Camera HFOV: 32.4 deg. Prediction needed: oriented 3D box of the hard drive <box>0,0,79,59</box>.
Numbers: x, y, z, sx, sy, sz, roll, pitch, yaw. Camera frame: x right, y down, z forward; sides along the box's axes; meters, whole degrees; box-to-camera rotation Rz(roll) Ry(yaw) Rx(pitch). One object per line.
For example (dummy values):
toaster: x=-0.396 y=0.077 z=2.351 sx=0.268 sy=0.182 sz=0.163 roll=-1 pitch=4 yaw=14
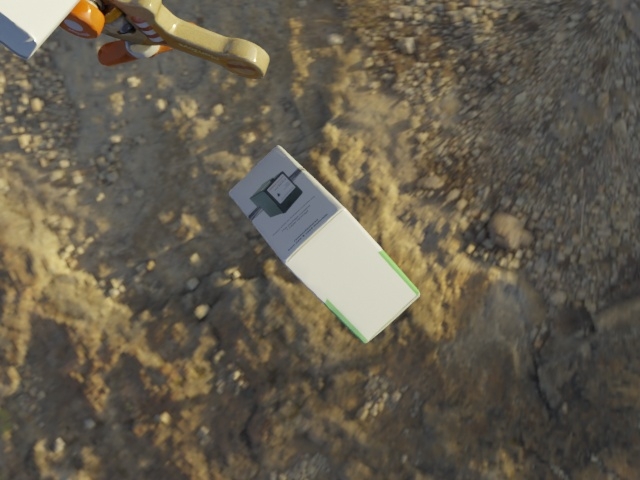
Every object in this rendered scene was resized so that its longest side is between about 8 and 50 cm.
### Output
hard drive: x=-0.394 y=-0.410 z=1.446 sx=0.233 sy=0.353 sz=0.047 roll=37 pitch=131 yaw=-14

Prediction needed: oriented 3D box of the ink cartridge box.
ink cartridge box: x=0.000 y=0.000 z=1.714 sx=0.121 sy=0.289 sz=0.211 roll=-43 pitch=121 yaw=1

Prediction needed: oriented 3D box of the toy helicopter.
toy helicopter: x=-0.255 y=-0.333 z=1.791 sx=0.355 sy=0.235 sz=0.140 roll=20 pitch=74 yaw=-1
